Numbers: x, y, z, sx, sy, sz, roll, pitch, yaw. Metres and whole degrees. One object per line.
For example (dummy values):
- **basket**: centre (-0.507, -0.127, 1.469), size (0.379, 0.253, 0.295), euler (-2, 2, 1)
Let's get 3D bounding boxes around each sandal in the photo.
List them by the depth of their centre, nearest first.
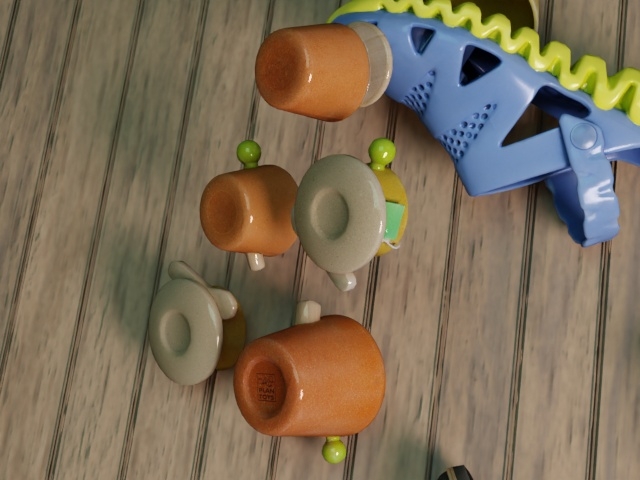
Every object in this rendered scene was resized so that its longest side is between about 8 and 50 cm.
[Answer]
- **sandal**: centre (0.142, -0.095, 1.131), size (0.317, 0.126, 0.138), euler (22, 86, 5)

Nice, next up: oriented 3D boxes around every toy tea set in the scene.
- **toy tea set**: centre (0.000, 0.000, 1.111), size (0.200, 0.124, 0.336), euler (39, 118, 35)

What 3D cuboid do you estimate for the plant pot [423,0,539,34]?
- **plant pot**: centre (0.126, -0.217, 1.208), size (0.134, 0.134, 0.095), euler (10, 49, 16)

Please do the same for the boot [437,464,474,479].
- **boot**: centre (0.068, 0.273, 1.058), size (0.137, 0.077, 0.198), euler (-14, 66, 13)
